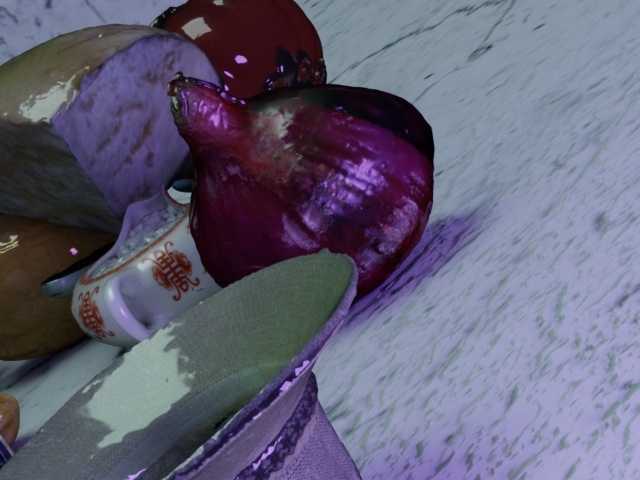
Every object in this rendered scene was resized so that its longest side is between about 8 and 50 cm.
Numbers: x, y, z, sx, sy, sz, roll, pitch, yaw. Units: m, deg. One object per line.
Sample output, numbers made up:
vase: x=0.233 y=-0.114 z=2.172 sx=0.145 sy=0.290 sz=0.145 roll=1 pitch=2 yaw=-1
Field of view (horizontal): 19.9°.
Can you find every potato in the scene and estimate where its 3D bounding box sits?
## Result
potato: x=-0.294 y=0.164 z=1.583 sx=0.068 sy=0.062 sz=0.083 roll=-95 pitch=25 yaw=-44
potato: x=-0.258 y=-0.137 z=1.702 sx=0.264 sy=0.211 sz=0.189 roll=8 pitch=62 yaw=28

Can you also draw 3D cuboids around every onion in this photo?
onion: x=-0.031 y=-0.039 z=1.307 sx=0.195 sy=0.218 sz=0.140 roll=-11 pitch=54 yaw=47

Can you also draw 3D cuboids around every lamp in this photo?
lamp: x=-0.100 y=-0.162 z=1.891 sx=0.227 sy=0.227 sz=0.227 roll=-34 pitch=13 yaw=9

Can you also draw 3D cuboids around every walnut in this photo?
walnut: x=-0.282 y=0.034 z=1.814 sx=0.207 sy=0.159 sz=0.159 roll=-32 pitch=14 yaw=12

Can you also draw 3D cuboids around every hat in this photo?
hat: x=-0.051 y=0.131 z=0.928 sx=0.257 sy=0.130 sz=0.257 roll=-34 pitch=12 yaw=9

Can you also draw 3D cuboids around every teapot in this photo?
teapot: x=-0.142 y=0.032 z=1.559 sx=0.159 sy=0.116 sz=0.245 roll=-21 pitch=12 yaw=5

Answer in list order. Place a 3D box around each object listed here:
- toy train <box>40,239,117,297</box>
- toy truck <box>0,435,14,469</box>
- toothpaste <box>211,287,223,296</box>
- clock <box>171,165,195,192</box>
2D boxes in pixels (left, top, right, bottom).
toy train: x=-0.189 y=0.027 z=1.710 sx=0.052 sy=0.051 sz=0.234 roll=-19 pitch=7 yaw=25
toy truck: x=-0.349 y=0.215 z=1.499 sx=0.191 sy=0.085 sz=0.116 roll=-42 pitch=11 yaw=-17
toothpaste: x=0.000 y=0.000 z=1.465 sx=0.196 sy=0.040 sz=0.047 roll=-38 pitch=15 yaw=-13
clock: x=-0.043 y=-0.073 z=1.632 sx=0.148 sy=0.060 sz=0.188 roll=-6 pitch=-7 yaw=-45
